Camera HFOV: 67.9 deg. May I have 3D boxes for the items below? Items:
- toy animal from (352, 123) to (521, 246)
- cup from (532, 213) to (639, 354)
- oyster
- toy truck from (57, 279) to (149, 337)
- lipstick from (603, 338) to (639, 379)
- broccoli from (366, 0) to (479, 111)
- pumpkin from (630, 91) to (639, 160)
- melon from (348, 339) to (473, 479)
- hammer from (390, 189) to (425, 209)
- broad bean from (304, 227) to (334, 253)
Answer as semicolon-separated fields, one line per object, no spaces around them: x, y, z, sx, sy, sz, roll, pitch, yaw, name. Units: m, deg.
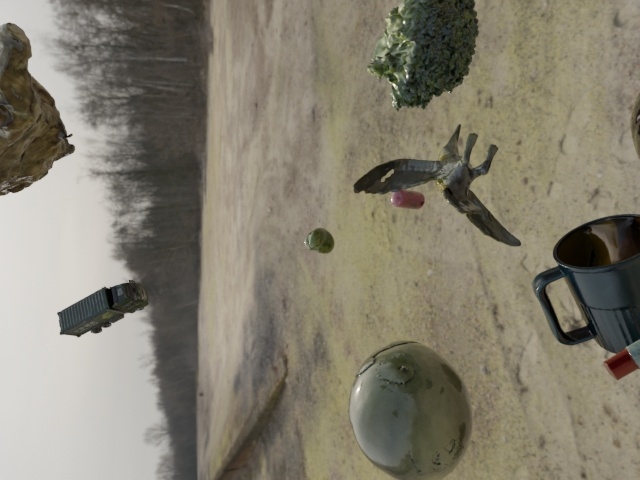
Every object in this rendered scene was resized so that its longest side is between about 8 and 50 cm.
0.165;-0.083;0.549;0.155;0.219;0.095;-68;11;-17;toy animal
0.747;0.134;1.211;0.292;0.308;0.242;58;171;-17;cup
-0.411;-0.124;0.626;0.204;0.111;0.396;-64;18;-10;oyster
-0.684;0.217;1.511;0.088;0.259;0.121;66;-171;24;toy truck
0.596;0.159;0.803;0.061;0.274;0.068;62;174;12;lipstick
0.206;-0.432;1.034;0.246;0.288;0.247;16;134;39;broccoli
0.573;-0.175;0.591;0.320;0.192;0.320;-33;44;38;pumpkin
0.195;0.371;1.033;0.268;0.269;0.330;-115;10;-56;melon
0.181;-0.085;0.992;0.043;0.083;0.043;-1;88;48;hammer
0.000;0.000;1.095;0.045;0.083;0.063;-24;70;38;broad bean
